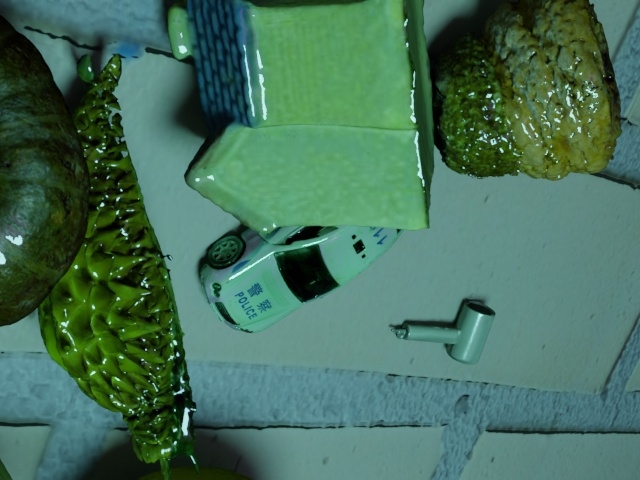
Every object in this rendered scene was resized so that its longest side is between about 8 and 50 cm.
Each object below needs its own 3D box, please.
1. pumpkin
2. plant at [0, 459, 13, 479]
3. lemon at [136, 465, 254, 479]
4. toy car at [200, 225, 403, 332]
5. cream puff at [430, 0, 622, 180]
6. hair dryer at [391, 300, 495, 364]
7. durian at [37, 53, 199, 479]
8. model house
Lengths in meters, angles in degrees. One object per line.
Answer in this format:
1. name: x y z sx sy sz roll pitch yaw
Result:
1. pumpkin: -0.257 -0.037 0.681 0.219 0.162 0.219 0 89 -21
2. plant: -0.218 0.242 0.796 0.333 0.180 0.251 10 112 -11
3. lemon: -0.108 0.319 0.945 0.236 0.236 0.263 -12 148 -31
4. toy car: 0.000 0.000 0.945 0.224 0.076 0.090 -39 134 -12
5. cream puff: 0.164 -0.133 0.950 0.169 0.183 0.183 -14 128 4
6. hair dryer: 0.125 0.094 1.126 0.124 0.038 0.063 8 109 -31
7. durian: -0.160 0.048 0.809 0.106 0.132 0.375 -13 107 -22
8. model house: -0.012 -0.127 0.815 0.189 0.195 0.214 -5 117 8
